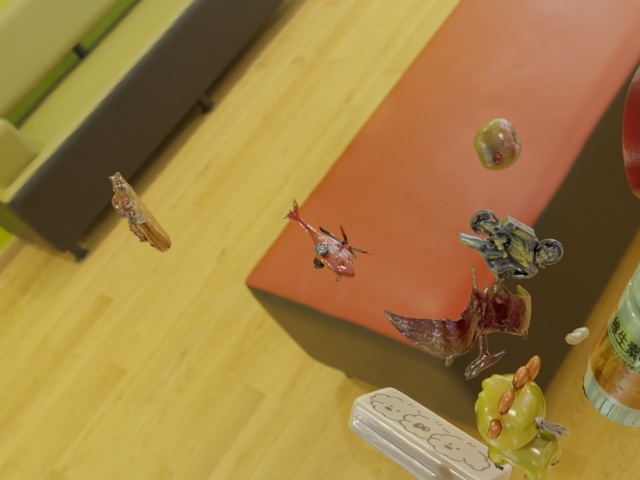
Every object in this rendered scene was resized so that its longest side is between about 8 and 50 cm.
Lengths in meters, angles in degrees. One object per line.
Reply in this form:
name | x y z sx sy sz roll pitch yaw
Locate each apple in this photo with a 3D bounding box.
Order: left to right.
apple | 0.434 -0.236 1.891 0.102 0.126 0.126 -15 42 33

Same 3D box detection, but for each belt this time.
belt | 0.592 -0.192 1.259 0.115 0.227 0.324 3 32 37

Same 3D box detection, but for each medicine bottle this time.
medicine bottle | 0.525 0.154 1.199 0.158 0.318 0.158 1 48 -2

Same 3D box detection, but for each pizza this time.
pizza | -0.383 -0.051 1.593 0.053 0.201 0.193 -36 70 -4

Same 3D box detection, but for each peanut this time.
peanut | 0.696 0.260 2.084 0.083 0.037 0.037 -17 21 -36

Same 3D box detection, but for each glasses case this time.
glasses case | 0.221 0.426 1.603 0.336 0.144 0.076 27 111 37

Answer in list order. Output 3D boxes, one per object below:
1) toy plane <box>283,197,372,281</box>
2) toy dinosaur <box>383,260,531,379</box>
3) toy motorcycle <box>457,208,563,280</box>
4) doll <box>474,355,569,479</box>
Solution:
toy plane | 0.001 -0.003 1.494 0.077 0.194 0.126 -38 -1 -23
toy dinosaur | 0.295 0.135 1.456 0.327 0.206 0.113 -37 27 -27
toy motorcycle | 0.351 0.019 1.453 0.061 0.193 0.124 -79 15 -61
doll | 0.292 0.270 1.143 0.135 0.220 0.143 25 59 34
